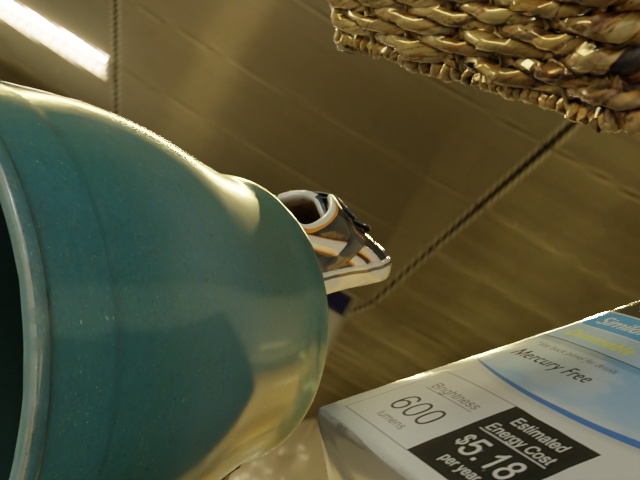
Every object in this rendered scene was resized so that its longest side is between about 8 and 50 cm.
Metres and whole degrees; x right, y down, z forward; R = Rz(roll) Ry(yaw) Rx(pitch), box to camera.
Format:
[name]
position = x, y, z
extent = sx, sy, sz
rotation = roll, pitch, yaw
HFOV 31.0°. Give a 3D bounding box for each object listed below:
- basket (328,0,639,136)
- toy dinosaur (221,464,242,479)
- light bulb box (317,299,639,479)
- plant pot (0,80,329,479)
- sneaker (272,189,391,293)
[basket]
position = 0.129, -0.212, 0.583
extent = 0.299, 0.214, 0.223
rotation = 32, -37, 58
[toy dinosaur]
position = -0.185, 0.364, 1.522
extent = 0.121, 0.160, 0.313
rotation = 13, -1, 3
[light bulb box]
position = 0.245, 0.181, 0.569
extent = 0.358, 0.361, 0.225
rotation = 24, -53, 62
[plant pot]
position = -0.138, 0.049, 0.620
extent = 0.272, 0.271, 0.255
rotation = 16, 9, 37
[sneaker]
position = 0.000, 0.000, 1.426
extent = 0.126, 0.127, 0.321
rotation = -3, 2, 23
